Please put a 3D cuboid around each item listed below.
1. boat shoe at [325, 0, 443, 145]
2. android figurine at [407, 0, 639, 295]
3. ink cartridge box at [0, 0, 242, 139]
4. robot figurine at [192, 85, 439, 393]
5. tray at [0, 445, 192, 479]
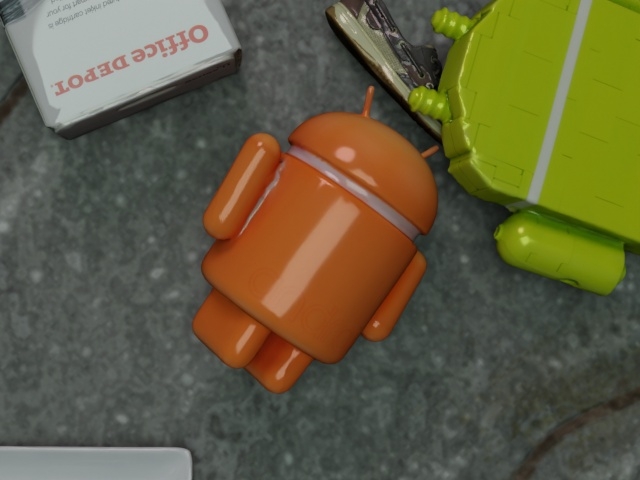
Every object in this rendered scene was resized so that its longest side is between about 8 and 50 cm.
[{"bbox_3d":[0.068,-0.131,0.891,0.049,0.056,0.152,-42,91,2],"label":"boat shoe"},{"bbox_3d":[0.198,-0.091,0.876,0.273,0.056,0.248,17,81,-13],"label":"android figurine"},{"bbox_3d":[-0.165,-0.196,0.864,0.153,0.087,0.208,-22,89,-3],"label":"ink cartridge box"},{"bbox_3d":[0.001,0.001,0.852,0.158,0.128,0.219,34,89,4],"label":"robot figurine"},{"bbox_3d":[-0.232,0.225,0.884,0.270,0.030,0.145,1,90,-3],"label":"tray"}]
